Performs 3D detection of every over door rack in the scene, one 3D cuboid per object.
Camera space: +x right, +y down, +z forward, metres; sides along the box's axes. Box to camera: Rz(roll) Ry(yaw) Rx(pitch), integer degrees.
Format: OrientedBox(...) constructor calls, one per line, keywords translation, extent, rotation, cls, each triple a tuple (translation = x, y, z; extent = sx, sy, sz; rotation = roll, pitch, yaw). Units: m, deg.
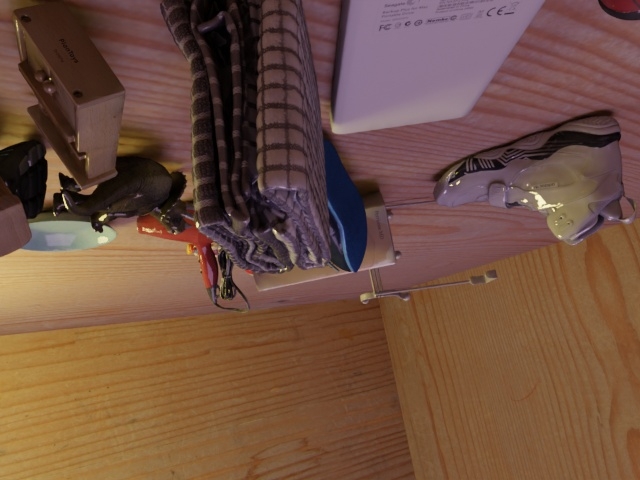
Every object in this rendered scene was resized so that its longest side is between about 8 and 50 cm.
OrientedBox(translation=(0.238, 0.018, 1.145), extent=(0.324, 0.239, 0.108), rotation=(-10, 164, 0), cls="over door rack")

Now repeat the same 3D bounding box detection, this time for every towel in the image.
OrientedBox(translation=(-0.061, -0.095, 0.488), extent=(0.121, 0.235, 0.283), rotation=(-5, 167, 4), cls="towel")

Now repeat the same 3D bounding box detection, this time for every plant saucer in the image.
OrientedBox(translation=(-0.491, -0.022, 0.876), extent=(0.195, 0.037, 0.195), rotation=(-9, 167, -2), cls="plant saucer")

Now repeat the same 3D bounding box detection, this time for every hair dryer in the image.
OrientedBox(translation=(-0.233, 0.026, 0.937), extent=(0.223, 0.294, 0.080), rotation=(-52, -167, 18), cls="hair dryer")

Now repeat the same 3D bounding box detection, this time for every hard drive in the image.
OrientedBox(translation=(0.120, -0.219, 0.516), extent=(0.203, 0.040, 0.307), rotation=(-9, 167, -5), cls="hard drive")

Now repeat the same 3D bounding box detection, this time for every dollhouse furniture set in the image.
OrientedBox(translation=(-0.312, -0.085, 0.400), extent=(0.242, 0.212, 0.161), rotation=(-34, 179, -32), cls="dollhouse furniture set")

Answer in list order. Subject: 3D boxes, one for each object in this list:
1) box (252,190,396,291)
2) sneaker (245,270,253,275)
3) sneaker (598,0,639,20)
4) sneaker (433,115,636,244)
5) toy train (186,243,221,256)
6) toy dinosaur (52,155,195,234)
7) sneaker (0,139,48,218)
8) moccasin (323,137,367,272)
OrientedBox(translation=(0.000, 0.000, 1.030), extent=(0.311, 0.148, 0.121), rotation=(-13, -162, 8), cls="box")
OrientedBox(translation=(-0.139, 0.013, 1.213), extent=(0.118, 0.107, 0.279), rotation=(22, 147, -32), cls="sneaker")
OrientedBox(translation=(0.316, -0.273, 0.321), extent=(0.135, 0.097, 0.276), rotation=(-2, 162, -33), cls="sneaker")
OrientedBox(translation=(0.410, -0.084, 0.920), extent=(0.366, 0.210, 0.137), rotation=(-19, 163, 33), cls="sneaker")
OrientedBox(translation=(-0.261, 0.012, 1.161), extent=(0.125, 0.046, 0.166), rotation=(-8, 170, 9), cls="toy train")
OrientedBox(translation=(-0.273, -0.077, 0.657), extent=(0.160, 0.121, 0.313), rotation=(-17, 173, -6), cls="toy dinosaur")
OrientedBox(translation=(-0.385, -0.055, 0.512), extent=(0.106, 0.101, 0.267), rotation=(8, -156, -14), cls="sneaker")
OrientedBox(translation=(0.001, -0.064, 0.838), extent=(0.117, 0.137, 0.342), rotation=(5, 144, 24), cls="moccasin")
